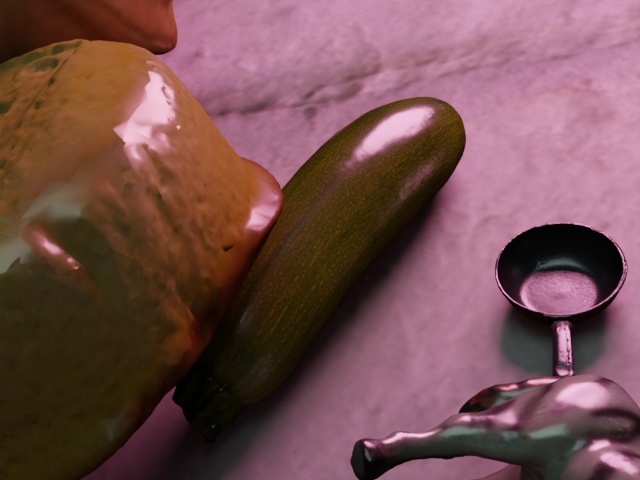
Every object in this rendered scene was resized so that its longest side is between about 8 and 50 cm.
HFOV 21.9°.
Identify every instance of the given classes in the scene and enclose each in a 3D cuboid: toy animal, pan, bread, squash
[{"bbox_3d":[0.122,0.150,0.697,0.170,0.090,0.255,-31,49,-25],"label":"toy animal"},{"bbox_3d":[0.124,0.036,0.849,0.068,0.023,0.115,-2,42,10],"label":"pan"},{"bbox_3d":[-0.152,0.018,0.822,0.270,0.148,0.270,-25,30,16],"label":"bread"},{"bbox_3d":[0.000,0.000,0.883,0.069,0.069,0.258,20,51,29],"label":"squash"}]

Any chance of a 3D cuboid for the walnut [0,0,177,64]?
[{"bbox_3d":[-0.179,-0.177,0.978,0.225,0.225,0.261,-5,2,7],"label":"walnut"}]
